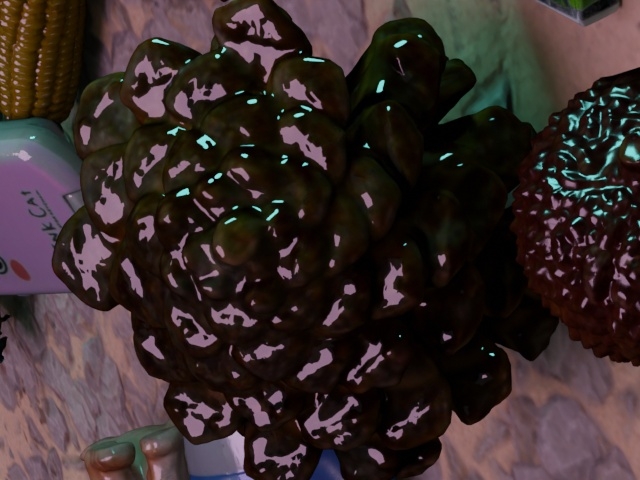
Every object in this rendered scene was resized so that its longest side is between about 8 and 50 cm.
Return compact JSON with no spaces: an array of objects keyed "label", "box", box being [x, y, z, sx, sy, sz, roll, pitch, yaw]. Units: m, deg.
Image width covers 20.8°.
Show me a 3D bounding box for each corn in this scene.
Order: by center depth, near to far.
[{"label":"corn","box":[-0.186,-0.169,1.112,0.080,0.080,0.231,44,140,36]}]

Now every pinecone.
[{"label":"pinecone","box":[0.002,-0.001,0.802,0.202,0.201,0.229,-6,97,51]}]

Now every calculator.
[{"label":"calculator","box":[-0.231,-0.020,1.203,0.246,0.045,0.141,-1,132,34]}]

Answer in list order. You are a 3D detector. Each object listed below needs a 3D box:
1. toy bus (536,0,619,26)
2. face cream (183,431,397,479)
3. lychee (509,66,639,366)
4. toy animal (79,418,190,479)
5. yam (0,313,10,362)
[{"label":"toy bus","box":[0.093,-0.126,0.752,0.083,0.031,0.037,36,146,42]},{"label":"face cream","box":[-0.009,0.179,1.028,0.149,0.083,0.264,-16,94,35]},{"label":"lychee","box":[0.137,-0.007,0.663,0.123,0.129,0.123,-23,56,38]},{"label":"toy animal","box":[-0.089,0.209,1.171,0.184,0.104,0.185,-21,95,57]},{"label":"yam","box":[-0.310,-0.026,1.346,0.131,0.131,0.280,31,128,46]}]
